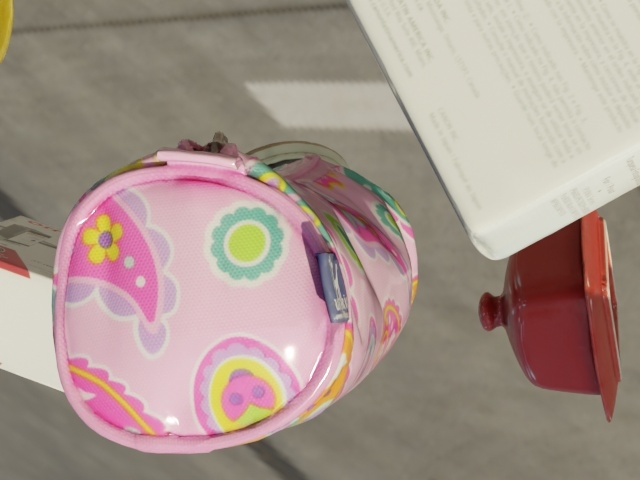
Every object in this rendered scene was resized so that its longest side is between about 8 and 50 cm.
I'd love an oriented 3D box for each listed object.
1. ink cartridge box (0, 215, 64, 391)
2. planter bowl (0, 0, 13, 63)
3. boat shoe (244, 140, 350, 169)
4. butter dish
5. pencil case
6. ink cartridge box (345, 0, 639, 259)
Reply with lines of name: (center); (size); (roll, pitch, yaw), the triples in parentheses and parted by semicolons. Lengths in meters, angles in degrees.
ink cartridge box: (-0.151, 0.032, 0.846); (0.099, 0.056, 0.135); (19, -172, 4)
planter bowl: (-0.397, -0.223, 1.406); (0.090, 0.217, 0.217); (-6, 137, 43)
boat shoe: (0.000, 0.000, 1.276); (0.092, 0.103, 0.285); (67, -169, 23)
butter dish: (0.196, 0.057, 1.326); (0.118, 0.160, 0.160); (-7, 127, 12)
pencil case: (-0.025, 0.017, 0.677); (0.124, 0.124, 0.284); (30, -174, 8)
ink cartridge box: (0.210, -0.212, 1.048); (0.308, 0.385, 0.091); (65, -171, 19)
